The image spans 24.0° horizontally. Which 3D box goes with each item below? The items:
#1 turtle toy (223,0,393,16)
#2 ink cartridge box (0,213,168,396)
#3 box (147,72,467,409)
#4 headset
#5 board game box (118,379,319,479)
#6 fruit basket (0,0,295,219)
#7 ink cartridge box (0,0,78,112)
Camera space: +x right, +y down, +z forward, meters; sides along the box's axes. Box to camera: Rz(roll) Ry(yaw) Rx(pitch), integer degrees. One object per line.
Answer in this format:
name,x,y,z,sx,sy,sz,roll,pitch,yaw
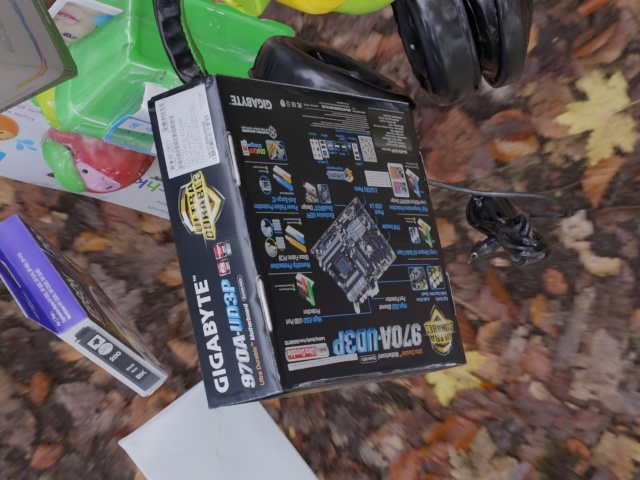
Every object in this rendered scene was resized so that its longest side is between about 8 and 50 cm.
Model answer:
turtle toy,-0.016,-0.097,0.356,0.095,0.130,0.066,30,73,39
ink cartridge box,-0.279,0.059,1.637,0.045,0.208,0.206,-45,48,1
box,0.000,0.000,0.882,0.051,0.220,0.175,-17,82,31
headset,0.046,-0.133,1.109,0.243,0.185,0.394,-39,109,5
board game box,-0.033,0.216,1.115,0.097,0.303,0.224,-36,83,-6
fruit basket,-0.190,-0.114,1.565,0.327,0.353,0.165,16,53,-30
ink cartridge box,-0.238,-0.099,0.831,0.154,0.212,0.093,-25,96,4
